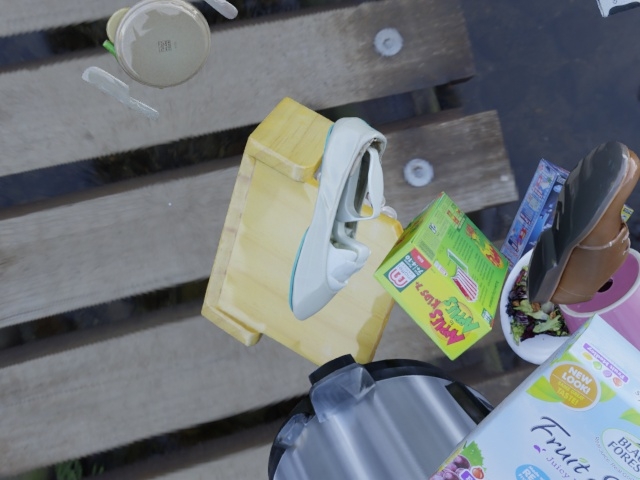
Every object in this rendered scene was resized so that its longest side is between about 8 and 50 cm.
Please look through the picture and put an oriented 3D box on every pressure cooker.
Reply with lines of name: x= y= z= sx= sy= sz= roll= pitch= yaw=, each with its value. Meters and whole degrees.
pressure cooker: x=0.115 y=0.378 z=1.431 sx=0.376 sy=0.420 sz=0.369 roll=11 pitch=114 yaw=-26

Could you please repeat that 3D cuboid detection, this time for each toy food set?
toy food set: x=-0.205 y=-0.258 z=1.256 sx=0.132 sy=0.038 sz=0.192 roll=32 pitch=107 yaw=-32

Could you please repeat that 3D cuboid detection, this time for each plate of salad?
plate of salad: x=0.370 y=0.101 z=1.541 sx=0.200 sy=0.048 sz=0.199 roll=-5 pitch=101 yaw=-24

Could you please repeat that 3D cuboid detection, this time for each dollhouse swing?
dollhouse swing: x=0.000 y=0.000 z=1.652 sx=0.305 sy=0.315 sz=0.346 roll=20 pitch=118 yaw=5

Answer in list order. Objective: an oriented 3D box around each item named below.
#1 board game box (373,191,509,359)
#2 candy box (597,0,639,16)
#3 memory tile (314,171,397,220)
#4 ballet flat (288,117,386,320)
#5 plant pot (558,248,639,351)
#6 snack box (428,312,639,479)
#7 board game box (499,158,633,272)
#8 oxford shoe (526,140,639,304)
board game box: x=0.108 y=0.024 z=0.835 sx=0.043 sy=0.181 sz=0.092 roll=-42 pitch=91 yaw=22
candy box: x=0.313 y=-0.238 z=0.661 sx=0.159 sy=0.233 sz=0.071 roll=-41 pitch=112 yaw=-38
memory tile: x=0.065 y=-0.077 z=1.816 sx=0.113 sy=0.012 sz=0.148 roll=-25 pitch=74 yaw=-36
ballet flat: x=0.026 y=-0.017 z=1.137 sx=0.086 sy=0.086 sz=0.248 roll=10 pitch=100 yaw=-9
plant pot: x=0.428 y=0.114 z=1.358 sx=0.201 sy=0.201 sz=0.180 roll=-43 pitch=115 yaw=-5
snack box: x=0.212 y=0.187 z=0.781 sx=0.174 sy=0.070 sz=0.207 roll=42 pitch=129 yaw=10
board game box: x=0.408 y=-0.018 z=1.702 sx=0.194 sy=0.060 sz=0.194 roll=21 pitch=112 yaw=-30
oxford shoe: x=0.256 y=-0.013 z=0.906 sx=0.076 sy=0.212 sz=0.076 roll=9 pitch=54 yaw=-2
